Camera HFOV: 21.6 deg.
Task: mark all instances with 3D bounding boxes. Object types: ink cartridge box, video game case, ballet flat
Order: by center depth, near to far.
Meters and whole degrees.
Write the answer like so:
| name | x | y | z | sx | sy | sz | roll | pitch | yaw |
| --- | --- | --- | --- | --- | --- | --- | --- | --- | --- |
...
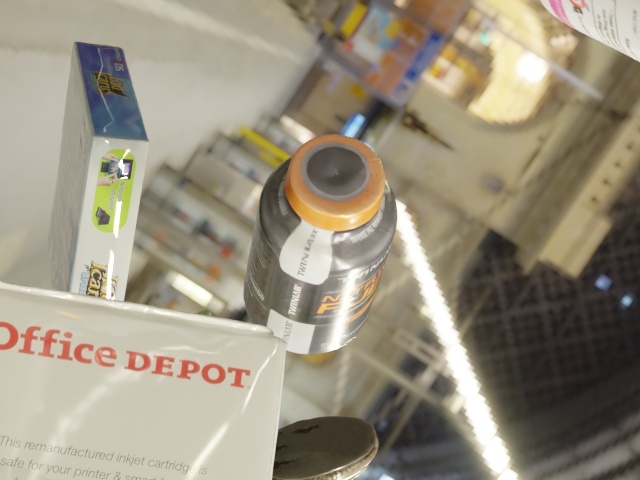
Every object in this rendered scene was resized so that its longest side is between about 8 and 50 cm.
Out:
| name | x | y | z | sx | sy | sz | roll | pitch | yaw |
| --- | --- | --- | --- | --- | --- | --- | --- | --- | --- |
| ink cartridge box | -0.143 | 0.184 | 0.999 | 0.117 | 0.207 | 0.283 | 141 | -43 | -68 |
| ballet flat | -0.058 | 0.235 | 1.604 | 0.250 | 0.058 | 0.084 | -22 | -147 | 7 |
| video game case | -0.237 | -0.047 | 1.755 | 0.269 | 0.061 | 0.244 | -113 | -147 | -61 |

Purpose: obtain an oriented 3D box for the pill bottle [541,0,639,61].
| name | x | y | z | sx | sy | sz | roll | pitch | yaw |
| --- | --- | --- | --- | --- | --- | --- | --- | --- | --- |
| pill bottle | 0.291 | -0.162 | 1.081 | 0.160 | 0.283 | 0.160 | -32 | 140 | -31 |

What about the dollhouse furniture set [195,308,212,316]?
| name | x | y | z | sx | sy | sz | roll | pitch | yaw |
| --- | --- | --- | --- | --- | --- | --- | --- | --- | --- |
| dollhouse furniture set | -0.103 | 0.138 | 1.425 | 0.076 | 0.151 | 0.058 | -16 | -148 | 13 |

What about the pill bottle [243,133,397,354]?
| name | x | y | z | sx | sy | sz | roll | pitch | yaw |
| --- | --- | --- | --- | --- | --- | --- | --- | --- | --- |
| pill bottle | 0.000 | 0.000 | 1.581 | 0.130 | 0.130 | 0.245 | -58 | 171 | -29 |
